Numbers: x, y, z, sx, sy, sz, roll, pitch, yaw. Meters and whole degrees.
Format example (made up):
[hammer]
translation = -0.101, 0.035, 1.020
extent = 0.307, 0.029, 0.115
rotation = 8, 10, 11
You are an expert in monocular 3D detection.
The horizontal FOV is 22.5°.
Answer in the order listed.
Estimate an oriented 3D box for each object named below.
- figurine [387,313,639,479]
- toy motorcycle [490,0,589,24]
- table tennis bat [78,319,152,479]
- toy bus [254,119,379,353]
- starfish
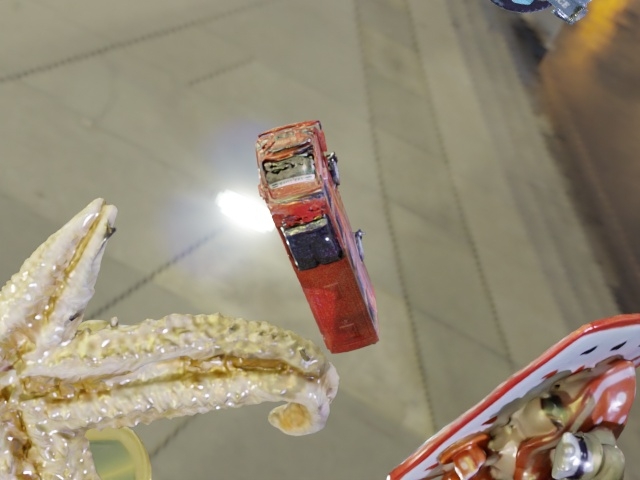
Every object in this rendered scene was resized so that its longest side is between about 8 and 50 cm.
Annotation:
[figurine]
translation = 0.190, 0.185, 0.957
extent = 0.160, 0.183, 0.226
rotation = -2, 56, -53
[toy motorcycle]
translation = 0.135, -0.285, 1.274
extent = 0.272, 0.182, 0.124
rotation = 32, 44, -23
[table tennis bat]
translation = -0.229, 0.184, 1.376
extent = 0.198, 0.050, 0.321
rotation = 0, 38, 11
[toy bus]
translation = 0.000, 0.000, 1.439
extent = 0.235, 0.073, 0.096
rotation = 69, 8, -48
[starfish]
translation = -0.211, 0.172, 1.172
extent = 0.324, 0.432, 0.082
rotation = 42, 7, -24
